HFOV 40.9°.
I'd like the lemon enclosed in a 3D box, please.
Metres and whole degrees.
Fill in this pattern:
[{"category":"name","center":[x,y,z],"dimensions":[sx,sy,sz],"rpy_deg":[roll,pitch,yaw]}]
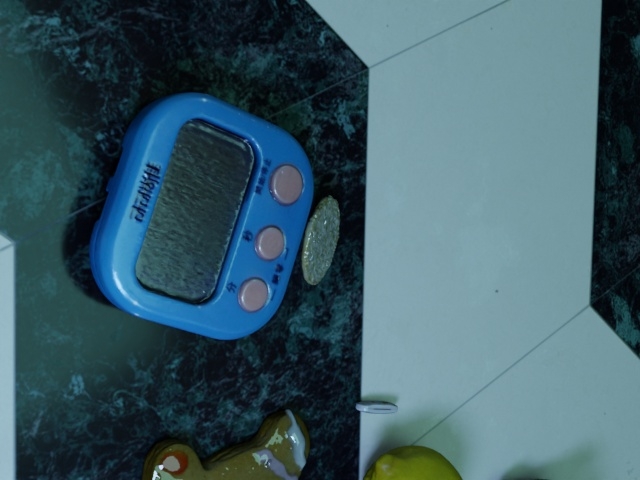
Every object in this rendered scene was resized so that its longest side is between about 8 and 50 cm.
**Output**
[{"category":"lemon","center":[0.165,0.457,1.497],"dimensions":[0.187,0.187,0.244],"rpy_deg":[-49,116,-20]}]

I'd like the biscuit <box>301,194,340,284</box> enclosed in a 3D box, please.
[{"category":"biscuit","center":[0.000,0.000,1.410],"dimensions":[0.152,0.020,0.152],"rpy_deg":[13,90,-71]}]

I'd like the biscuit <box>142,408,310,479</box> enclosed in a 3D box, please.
[{"category":"biscuit","center":[-0.191,0.443,1.338],"dimensions":[0.432,0.064,0.282],"rpy_deg":[-9,98,-32]}]

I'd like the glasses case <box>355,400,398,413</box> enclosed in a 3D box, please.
[{"category":"glasses case","center":[0.101,0.298,1.532],"dimensions":[0.083,0.032,0.021],"rpy_deg":[9,90,-32]}]

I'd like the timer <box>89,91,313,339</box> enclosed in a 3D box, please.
[{"category":"timer","center":[-0.173,-0.035,1.286],"dimensions":[0.309,0.115,0.339],"rpy_deg":[21,82,-34]}]

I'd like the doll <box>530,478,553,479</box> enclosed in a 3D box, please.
[{"category":"doll","center":[0.445,0.605,1.706],"dimensions":[0.228,0.154,0.258],"rpy_deg":[2,84,0]}]
